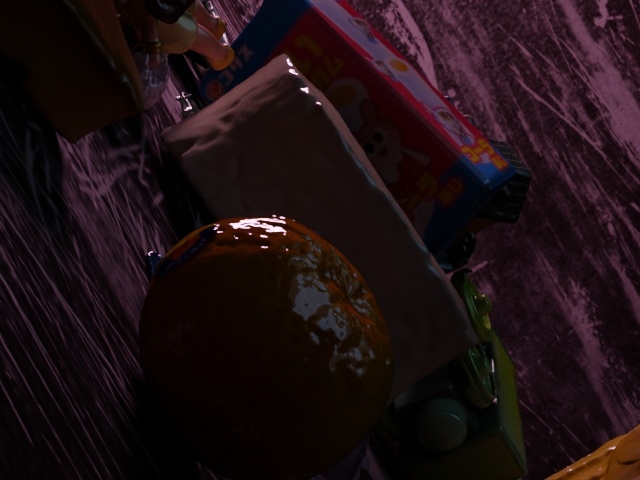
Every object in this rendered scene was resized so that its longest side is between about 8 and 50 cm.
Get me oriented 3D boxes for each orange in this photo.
[{"bbox_3d":[-0.037,0.070,1.230,0.177,0.155,0.177,51,5,-7],"label":"orange"}]

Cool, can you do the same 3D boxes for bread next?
[{"bbox_3d":[-0.244,-0.232,1.312,0.361,0.077,0.138,56,8,-38],"label":"bread"}]

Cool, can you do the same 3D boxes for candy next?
[{"bbox_3d":[0.036,-0.115,1.975,0.306,0.157,0.100,44,27,9],"label":"candy"}]

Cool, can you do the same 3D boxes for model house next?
[{"bbox_3d":[0.133,-0.060,2.115,0.183,0.172,0.166,9,62,-40],"label":"model house"}]

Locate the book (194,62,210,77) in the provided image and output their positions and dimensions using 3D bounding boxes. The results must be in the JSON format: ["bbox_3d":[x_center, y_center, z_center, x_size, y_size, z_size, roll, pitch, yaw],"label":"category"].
[{"bbox_3d":[-0.141,-0.236,2.482,0.162,0.022,0.232,63,7,24],"label":"book"}]

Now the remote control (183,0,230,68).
[{"bbox_3d":[-0.211,-0.349,2.222,0.335,0.065,0.128,57,5,-30],"label":"remote control"}]

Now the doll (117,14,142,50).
[{"bbox_3d":[-0.178,-0.193,1.886,0.085,0.040,0.058,-110,179,-62],"label":"doll"}]

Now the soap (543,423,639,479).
[{"bbox_3d":[0.272,0.317,2.050,0.143,0.281,0.259,63,7,-2],"label":"soap"}]

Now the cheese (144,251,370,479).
[{"bbox_3d":[-0.040,0.098,1.451,0.286,0.074,0.189,38,26,-48],"label":"cheese"}]

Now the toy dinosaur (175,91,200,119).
[{"bbox_3d":[-0.132,-0.126,2.029,0.083,0.021,0.062,-81,148,-75],"label":"toy dinosaur"}]

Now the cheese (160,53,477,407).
[{"bbox_3d":[0.002,-0.001,1.791,0.332,0.153,0.292,57,-1,-2],"label":"cheese"}]

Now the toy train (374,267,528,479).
[{"bbox_3d":[0.140,0.165,2.144,0.188,0.159,0.271,59,16,-25],"label":"toy train"}]

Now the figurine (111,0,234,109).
[{"bbox_3d":[-0.165,-0.231,1.786,0.240,0.116,0.175,53,10,-55],"label":"figurine"}]
